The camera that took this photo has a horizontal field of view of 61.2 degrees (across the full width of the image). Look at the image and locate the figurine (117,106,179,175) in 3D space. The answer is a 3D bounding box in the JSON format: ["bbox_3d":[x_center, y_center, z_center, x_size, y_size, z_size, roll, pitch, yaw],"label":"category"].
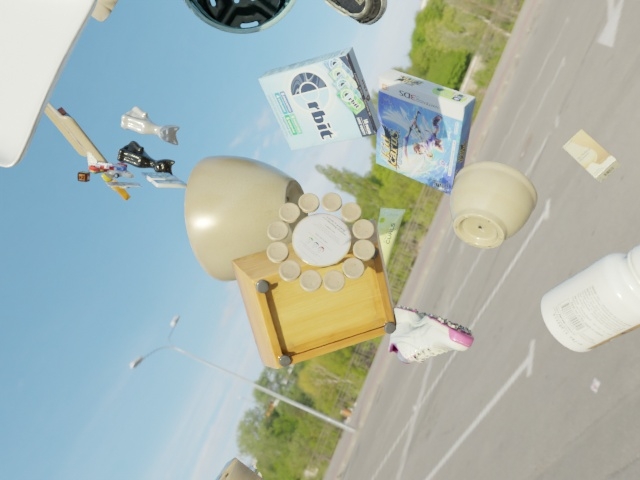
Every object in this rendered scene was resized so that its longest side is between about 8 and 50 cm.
[{"bbox_3d":[-0.604,-0.345,1.935,0.092,0.209,0.215,-50,-20,-61],"label":"figurine"}]

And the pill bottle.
[{"bbox_3d":[0.517,0.096,0.951,0.229,0.131,0.131,-51,8,48],"label":"pill bottle"}]

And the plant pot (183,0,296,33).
[{"bbox_3d":[-0.227,-0.742,1.535,0.334,0.341,0.341,-116,46,-75],"label":"plant pot"}]

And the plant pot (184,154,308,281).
[{"bbox_3d":[-0.137,-0.057,1.190,0.284,0.191,0.284,-5,-90,-69],"label":"plant pot"}]

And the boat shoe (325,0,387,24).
[{"bbox_3d":[0.000,-0.381,0.730,0.078,0.219,0.070,-50,-10,30],"label":"boat shoe"}]

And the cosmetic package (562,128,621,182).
[{"bbox_3d":[0.618,-0.194,1.235,0.041,0.115,0.060,14,-55,-44],"label":"cosmetic package"}]

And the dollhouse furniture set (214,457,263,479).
[{"bbox_3d":[-0.138,0.568,0.931,0.174,0.303,0.355,-52,1,-42],"label":"dollhouse furniture set"}]

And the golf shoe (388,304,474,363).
[{"bbox_3d":[0.261,0.247,1.319,0.140,0.115,0.306,-68,16,-7],"label":"golf shoe"}]

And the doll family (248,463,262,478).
[{"bbox_3d":[-0.152,0.583,1.175,0.111,0.193,0.076,-28,-42,-24],"label":"doll family"}]

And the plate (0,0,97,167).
[{"bbox_3d":[-0.463,-0.257,0.757,0.045,0.277,0.278,48,-118,-74],"label":"plate"}]

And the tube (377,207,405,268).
[{"bbox_3d":[0.216,-0.001,1.829,0.062,0.070,0.240,138,151,-71],"label":"tube"}]

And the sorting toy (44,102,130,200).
[{"bbox_3d":[-0.651,-0.256,1.528,0.041,0.229,0.307,-44,-44,-17],"label":"sorting toy"}]

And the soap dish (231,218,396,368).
[{"bbox_3d":[0.001,0.109,1.042,0.118,0.290,0.229,-134,29,-70],"label":"soap dish"}]

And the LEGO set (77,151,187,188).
[{"bbox_3d":[-0.471,-0.171,1.333,0.182,0.244,0.060,30,117,55],"label":"LEGO set"}]

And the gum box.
[{"bbox_3d":[-0.001,-0.256,1.003,0.157,0.184,0.041,64,-144,-31],"label":"gum box"}]

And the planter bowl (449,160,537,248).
[{"bbox_3d":[0.316,-0.055,1.029,0.109,0.162,0.162,-60,-11,-30],"label":"planter bowl"}]

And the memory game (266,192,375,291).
[{"bbox_3d":[0.000,0.000,0.905,0.012,0.186,0.186,87,-154,-65],"label":"memory game"}]

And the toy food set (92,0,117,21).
[{"bbox_3d":[-0.470,-0.580,1.157,0.092,0.306,0.220,30,-89,-47],"label":"toy food set"}]

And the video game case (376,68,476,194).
[{"bbox_3d":[0.259,-0.277,1.398,0.061,0.244,0.269,-40,-35,-31],"label":"video game case"}]
